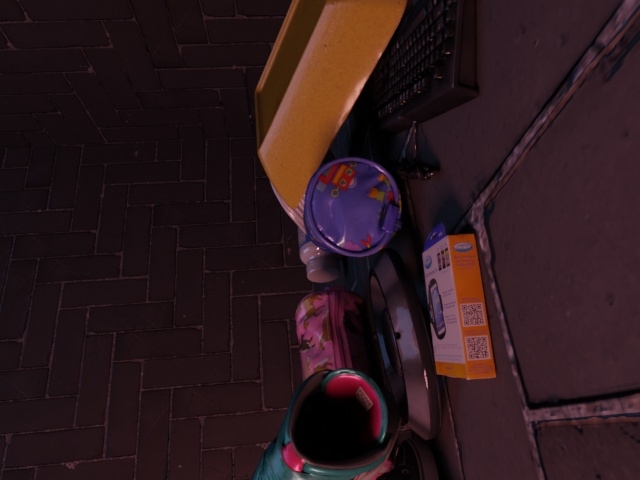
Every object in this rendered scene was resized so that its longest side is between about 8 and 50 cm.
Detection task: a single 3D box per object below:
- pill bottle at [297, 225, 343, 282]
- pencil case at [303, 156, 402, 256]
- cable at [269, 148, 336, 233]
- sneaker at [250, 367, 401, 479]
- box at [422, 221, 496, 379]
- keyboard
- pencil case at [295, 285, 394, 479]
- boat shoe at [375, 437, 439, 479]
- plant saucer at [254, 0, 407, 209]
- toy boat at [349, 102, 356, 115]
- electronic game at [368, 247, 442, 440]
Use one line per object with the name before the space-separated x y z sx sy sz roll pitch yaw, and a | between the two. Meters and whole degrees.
pill bottle | 0.000 0.000 1.271 0.124 0.124 0.221 94 170 -60
pencil case | 0.039 -0.037 0.672 0.306 0.133 0.119 153 131 -88
cable | -0.013 -0.120 0.959 0.257 0.089 0.257 55 -158 -18
sneaker | 0.040 0.229 0.577 0.124 0.296 0.178 40 122 24
box | 0.121 0.053 0.413 0.081 0.028 0.136 106 163 -77
keyboard | 0.099 -0.153 0.513 0.317 0.033 0.201 -123 29 -82
pencil case | 0.035 0.268 0.853 0.160 0.167 0.386 36 -151 -32
boat shoe | 0.088 0.296 0.502 0.228 0.076 0.080 -67 -14 -75
plant saucer | -0.023 -0.273 0.711 0.332 0.081 0.332 -58 27 32
toy boat | -0.010 -0.355 0.938 0.151 0.151 0.231 92 173 -48
electronic game | 0.102 0.121 0.555 0.229 0.048 0.229 168 90 -88
